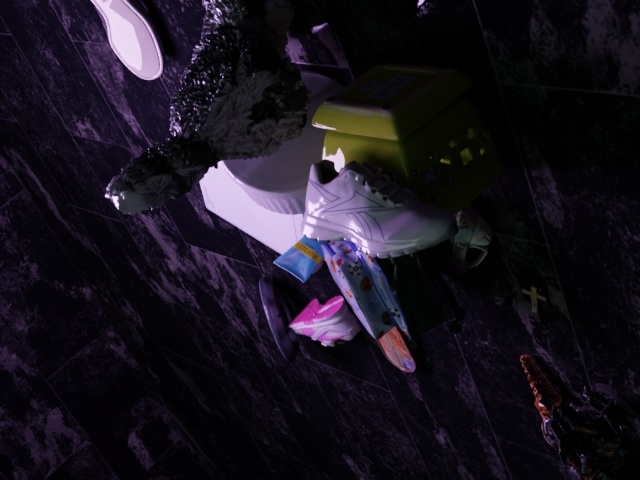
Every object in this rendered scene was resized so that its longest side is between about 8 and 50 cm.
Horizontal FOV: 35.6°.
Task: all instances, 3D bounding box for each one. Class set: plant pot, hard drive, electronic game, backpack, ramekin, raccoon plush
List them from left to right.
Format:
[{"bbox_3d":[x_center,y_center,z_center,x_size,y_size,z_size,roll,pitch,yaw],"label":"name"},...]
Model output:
[{"bbox_3d":[-0.226,-0.283,1.747,0.299,0.446,0.216,58,170,35],"label":"raccoon plush"},{"bbox_3d":[-0.149,-0.085,2.334,0.353,0.047,0.233,31,149,29],"label":"hard drive"},{"bbox_3d":[-0.108,0.201,2.551,0.229,0.048,0.229,-20,-90,-84],"label":"electronic game"},{"bbox_3d":[-0.049,-0.172,1.846,0.272,0.273,0.127,33,163,25],"label":"ramekin"},{"bbox_3d":[0.126,0.044,1.904,0.263,0.213,0.277,-107,-5,-64],"label":"backpack"},{"bbox_3d":[0.134,-0.163,1.632,0.227,0.228,0.207,16,133,45],"label":"plant pot"}]

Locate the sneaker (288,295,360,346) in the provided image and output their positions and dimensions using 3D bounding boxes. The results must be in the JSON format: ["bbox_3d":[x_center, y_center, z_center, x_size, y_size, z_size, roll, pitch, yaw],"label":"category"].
[{"bbox_3d":[0.010,0.213,2.453,0.111,0.103,0.252,50,157,-13],"label":"sneaker"}]

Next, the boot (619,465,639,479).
[{"bbox_3d":[0.684,0.532,1.982,0.106,0.082,0.219,-31,94,38],"label":"boot"}]

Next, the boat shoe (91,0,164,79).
[{"bbox_3d":[-0.429,-0.505,2.135,0.112,0.096,0.335,-20,121,23],"label":"boat shoe"}]

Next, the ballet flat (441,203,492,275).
[{"bbox_3d":[0.272,-0.001,1.826,0.079,0.077,0.221,19,152,11],"label":"ballet flat"}]

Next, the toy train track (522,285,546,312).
[{"bbox_3d":[0.398,0.106,1.845,0.048,0.014,0.083,22,151,27],"label":"toy train track"}]

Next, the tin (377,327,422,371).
[{"bbox_3d":[0.172,0.226,2.311,0.106,0.040,0.190,7,134,46],"label":"tin"}]

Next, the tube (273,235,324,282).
[{"bbox_3d":[0.000,0.000,2.056,0.080,0.207,0.052,30,150,26],"label":"tube"}]

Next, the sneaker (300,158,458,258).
[{"bbox_3d":[0.078,-0.051,1.514,0.297,0.111,0.129,11,112,41],"label":"sneaker"}]

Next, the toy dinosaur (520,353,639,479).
[{"bbox_3d":[0.489,0.375,1.945,0.322,0.164,0.218,35,167,7],"label":"toy dinosaur"}]
